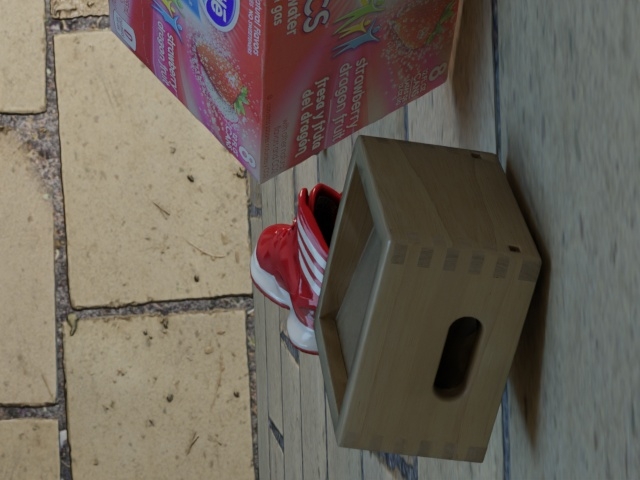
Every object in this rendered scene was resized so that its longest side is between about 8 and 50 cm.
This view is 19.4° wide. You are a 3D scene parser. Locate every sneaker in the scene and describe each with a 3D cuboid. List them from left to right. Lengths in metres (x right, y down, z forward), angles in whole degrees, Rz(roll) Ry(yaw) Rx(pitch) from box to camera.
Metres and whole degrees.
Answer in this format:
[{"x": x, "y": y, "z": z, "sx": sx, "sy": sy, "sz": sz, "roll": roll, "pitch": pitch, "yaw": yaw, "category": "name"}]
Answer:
[{"x": 0.000, "y": 0.000, "z": 1.590, "sx": 0.221, "sy": 0.087, "sz": 0.128, "roll": -128, "pitch": 43, "yaw": -61, "category": "sneaker"}]

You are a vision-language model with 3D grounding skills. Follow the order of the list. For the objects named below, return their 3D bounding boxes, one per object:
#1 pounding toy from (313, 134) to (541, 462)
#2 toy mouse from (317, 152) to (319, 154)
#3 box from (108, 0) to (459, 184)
[{"x": 0.056, "y": 0.036, "z": 0.899, "sx": 0.130, "sy": 0.100, "sz": 0.141, "roll": -102, "pitch": 22, "yaw": -61, "category": "pounding toy"}, {"x": -0.011, "y": -0.147, "z": 1.820, "sx": 0.161, "sy": 0.031, "sz": 0.143, "roll": -106, "pitch": 15, "yaw": -69, "category": "toy mouse"}, {"x": -0.016, "y": -0.196, "z": 0.965, "sx": 0.154, "sy": 0.142, "sz": 0.300, "roll": 46, "pitch": 152, "yaw": 29, "category": "box"}]
